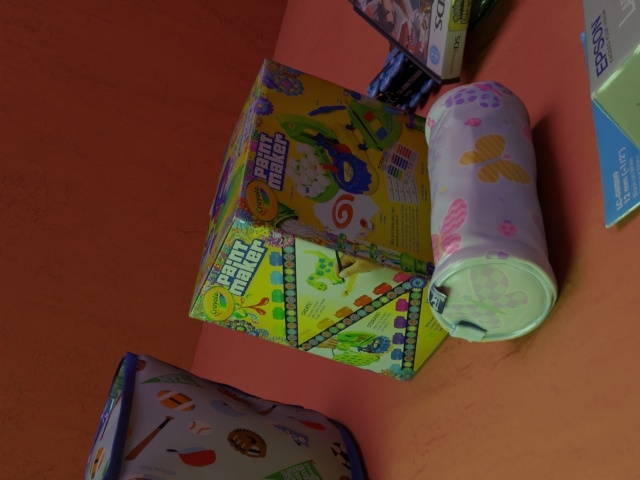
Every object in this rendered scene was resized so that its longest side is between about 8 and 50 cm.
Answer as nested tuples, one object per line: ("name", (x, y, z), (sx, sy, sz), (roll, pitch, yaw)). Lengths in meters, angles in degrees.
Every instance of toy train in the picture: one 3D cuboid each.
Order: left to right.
("toy train", (0.135, -0.262, 1.353), (0.105, 0.080, 0.184), (-68, 11, -21))

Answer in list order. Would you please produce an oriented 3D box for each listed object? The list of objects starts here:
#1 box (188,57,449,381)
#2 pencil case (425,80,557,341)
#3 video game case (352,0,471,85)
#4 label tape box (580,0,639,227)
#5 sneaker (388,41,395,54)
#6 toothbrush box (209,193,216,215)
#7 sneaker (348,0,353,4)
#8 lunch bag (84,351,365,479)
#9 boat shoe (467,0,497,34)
("box", (0.019, -0.029, 1.054), (0.290, 0.279, 0.177), (-84, 18, -45))
("pencil case", (0.159, -0.033, 0.855), (0.124, 0.113, 0.273), (93, -178, -47))
("video game case", (0.123, -0.381, 1.190), (0.275, 0.035, 0.248), (-126, 31, -46))
("label tape box", (0.268, -0.210, 0.646), (0.348, 0.115, 0.249), (127, 158, -49))
("sneaker", (0.139, -0.364, 1.490), (0.071, 0.066, 0.188), (125, 160, -54))
("toothbrush box", (-0.086, -0.147, 1.814), (0.122, 0.206, 0.283), (-144, 73, -76))
("sneaker", (0.111, -0.538, 1.814), (0.227, 0.087, 0.130), (-109, 41, -64))
("lunch bag", (-0.130, 0.308, 1.115), (0.385, 0.328, 0.239), (-106, 38, -66))
("boat shoe", (0.222, -0.340, 1.157), (0.152, 0.056, 0.049), (108, 166, -44))
